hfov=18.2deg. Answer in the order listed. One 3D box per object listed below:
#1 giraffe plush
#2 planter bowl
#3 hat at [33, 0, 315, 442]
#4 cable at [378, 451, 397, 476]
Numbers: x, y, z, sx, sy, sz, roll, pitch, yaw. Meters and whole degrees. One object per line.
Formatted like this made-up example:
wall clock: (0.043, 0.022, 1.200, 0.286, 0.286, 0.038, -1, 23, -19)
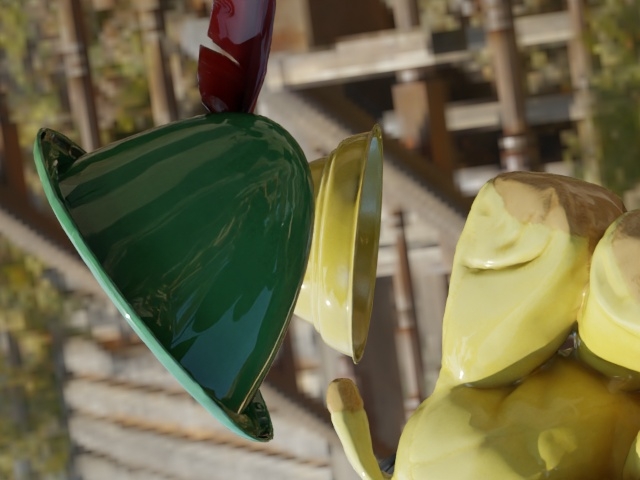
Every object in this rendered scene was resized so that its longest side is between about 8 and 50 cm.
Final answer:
giraffe plush: (0.126, 0.085, 0.808, 0.170, 0.181, 0.210, 9, 134, -47)
planter bowl: (0.000, 0.000, 1.797, 0.090, 0.217, 0.217, 4, -174, 7)
hat: (-0.012, -0.035, 0.905, 0.183, 0.173, 0.208, -36, 144, 5)
cable: (0.091, 0.146, 0.989, 0.184, 0.047, 0.150, -22, 134, 26)
